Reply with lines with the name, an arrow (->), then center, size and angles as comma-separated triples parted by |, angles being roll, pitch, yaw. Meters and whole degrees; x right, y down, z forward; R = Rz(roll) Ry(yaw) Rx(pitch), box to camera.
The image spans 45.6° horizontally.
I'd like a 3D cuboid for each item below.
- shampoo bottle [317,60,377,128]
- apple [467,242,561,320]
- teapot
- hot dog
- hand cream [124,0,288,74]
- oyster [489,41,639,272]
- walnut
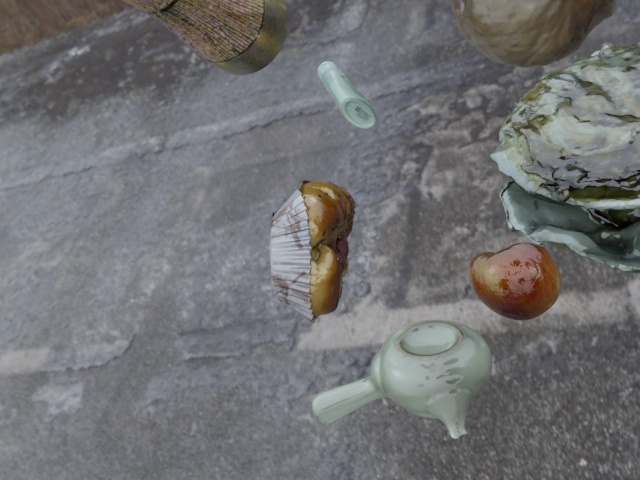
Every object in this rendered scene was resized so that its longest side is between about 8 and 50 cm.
shampoo bottle -> 0.035, -0.239, 1.213 | 0.041, 0.069, 0.190 | -52, 32, 18
apple -> 0.423, 0.086, 1.667 | 0.195, 0.173, 0.160 | -19, 34, 40
teapot -> 0.153, 0.244, 1.394 | 0.318, 0.149, 0.220 | 0, 25, 30
hot dog -> 0.000, 0.000, 0.788 | 0.069, 0.131, 0.252 | -1, 9, 8
hand cream -> -0.101, -0.179, 0.560 | 0.084, 0.203, 0.084 | 1, 92, 23
oyster -> 0.223, -0.070, 0.517 | 0.198, 0.112, 0.268 | 9, 38, 37
walnut -> 0.315, -0.378, 1.120 | 0.248, 0.248, 0.248 | -17, 44, 17
